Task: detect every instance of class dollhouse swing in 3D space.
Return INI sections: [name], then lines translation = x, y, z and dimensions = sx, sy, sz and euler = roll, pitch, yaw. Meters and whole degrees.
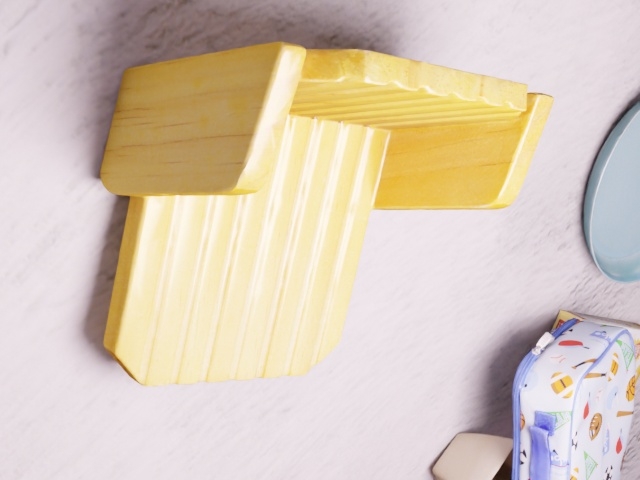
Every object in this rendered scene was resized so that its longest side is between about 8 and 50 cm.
[dollhouse swing]
translation = 0.000, 0.000, 0.972
dimensions = 0.347, 0.315, 0.305
euler = 3, 90, -43

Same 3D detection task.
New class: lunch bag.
[lunch bag]
translation = 0.343, 0.264, 1.419
dimensions = 0.243, 0.115, 0.303
euler = -29, 122, -47

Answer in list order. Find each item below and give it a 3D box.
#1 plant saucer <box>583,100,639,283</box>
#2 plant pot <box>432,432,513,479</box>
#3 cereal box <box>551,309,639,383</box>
[plant saucer]
translation = 0.489, -0.089, 1.509
dimensions = 0.317, 0.044, 0.317
euler = -21, 125, -33
[plant pot]
translation = 0.225, 0.338, 1.462
dimensions = 0.109, 0.096, 0.109
euler = -48, 136, -25
[cereal box]
translation = 0.423, 0.204, 1.604
dimensions = 0.240, 0.047, 0.173
euler = 13, 102, -43
